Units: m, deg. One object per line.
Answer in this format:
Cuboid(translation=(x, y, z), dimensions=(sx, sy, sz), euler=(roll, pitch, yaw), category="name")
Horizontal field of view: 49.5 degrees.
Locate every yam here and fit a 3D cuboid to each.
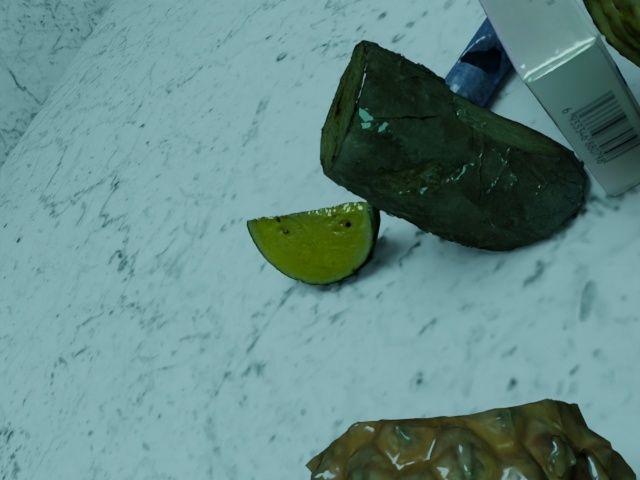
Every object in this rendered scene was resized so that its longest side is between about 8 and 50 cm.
Cuboid(translation=(0.114, -0.080, 0.673), dimensions=(0.154, 0.254, 0.154), euler=(-48, 32, 43), category="yam")

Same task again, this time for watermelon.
Cuboid(translation=(0.000, 0.011, 0.813), dimensions=(0.181, 0.092, 0.075), euler=(-6, 66, 34), category="watermelon")

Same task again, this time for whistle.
Cuboid(translation=(0.228, -0.261, 0.848), dimensions=(0.062, 0.062, 0.304), euler=(20, 73, 53), category="whistle")

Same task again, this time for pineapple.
Cuboid(translation=(0.099, 0.276, 0.365), dimensions=(0.223, 0.223, 0.357), euler=(-28, 48, 26), category="pineapple")

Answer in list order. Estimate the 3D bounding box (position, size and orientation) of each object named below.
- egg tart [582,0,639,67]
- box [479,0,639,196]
Cuboid(translation=(0.320, -0.211, 0.496), dimensions=(0.290, 0.290, 0.115), euler=(-2, 36, 46), category="egg tart")
Cuboid(translation=(0.203, -0.224, 0.665), dimensions=(0.065, 0.200, 0.343), euler=(-32, 49, 25), category="box")
